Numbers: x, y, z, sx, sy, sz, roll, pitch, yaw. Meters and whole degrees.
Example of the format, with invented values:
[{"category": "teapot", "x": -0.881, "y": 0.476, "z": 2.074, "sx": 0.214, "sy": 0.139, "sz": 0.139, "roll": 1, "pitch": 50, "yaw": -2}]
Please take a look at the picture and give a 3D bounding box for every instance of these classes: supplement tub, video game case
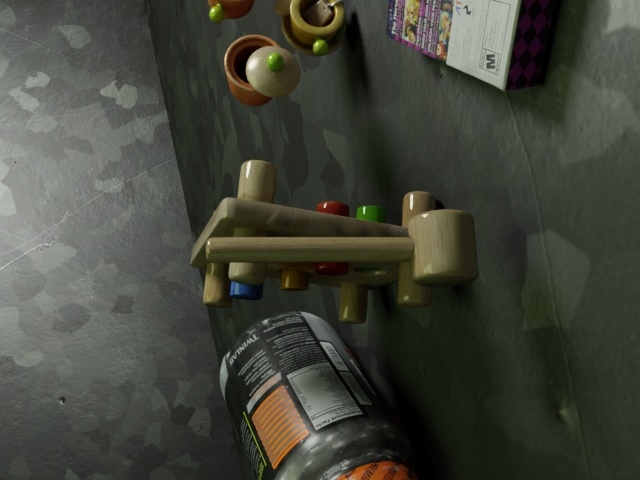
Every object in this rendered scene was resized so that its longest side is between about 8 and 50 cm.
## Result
[{"category": "supplement tub", "x": -0.004, "y": 0.269, "z": 0.886, "sx": 0.338, "sy": 0.207, "sz": 0.207, "roll": -129, "pitch": 35, "yaw": -53}, {"category": "video game case", "x": 0.126, "y": -0.268, "z": 0.533, "sx": 0.210, "sy": 0.041, "sz": 0.232, "roll": -129, "pitch": 36, "yaw": -53}]

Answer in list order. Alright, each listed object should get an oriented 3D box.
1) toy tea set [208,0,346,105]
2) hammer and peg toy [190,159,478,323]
[{"category": "toy tea set", "x": -0.058, "y": -0.333, "z": 0.770, "sx": 0.124, "sy": 0.199, "sz": 0.336, "roll": 126, "pitch": 131, "yaw": -73}, {"category": "hammer and peg toy", "x": 0.000, "y": 0.000, "z": 0.683, "sx": 0.361, "sy": 0.265, "sz": 0.128, "roll": 143, "pitch": 133, "yaw": -68}]
